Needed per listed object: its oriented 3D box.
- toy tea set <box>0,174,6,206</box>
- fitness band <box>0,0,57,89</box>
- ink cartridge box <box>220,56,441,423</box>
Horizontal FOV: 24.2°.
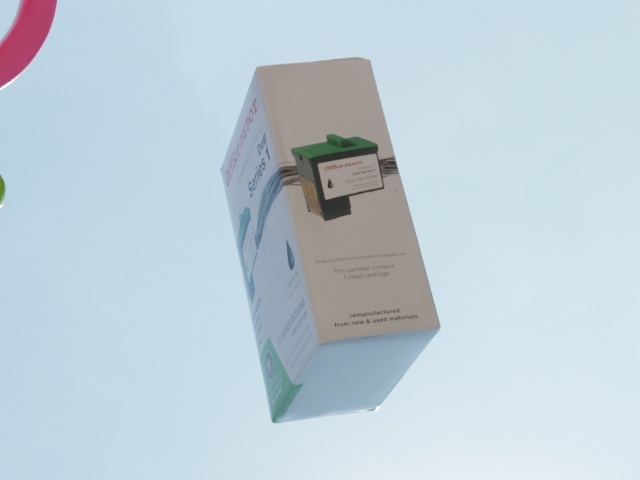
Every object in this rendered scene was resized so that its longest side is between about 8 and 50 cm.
[{"bbox_3d":[-0.185,-0.066,0.645,0.124,0.200,0.336,21,-158,-25],"label":"toy tea set"},{"bbox_3d":[-0.351,-0.193,1.171,0.291,0.054,0.209,-19,-81,-19],"label":"fitness band"},{"bbox_3d":[0.000,0.000,1.081,0.093,0.160,0.219,-6,-115,-18],"label":"ink cartridge box"}]
